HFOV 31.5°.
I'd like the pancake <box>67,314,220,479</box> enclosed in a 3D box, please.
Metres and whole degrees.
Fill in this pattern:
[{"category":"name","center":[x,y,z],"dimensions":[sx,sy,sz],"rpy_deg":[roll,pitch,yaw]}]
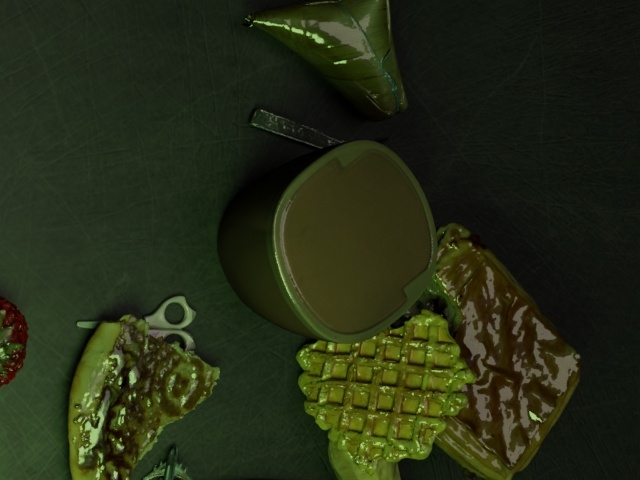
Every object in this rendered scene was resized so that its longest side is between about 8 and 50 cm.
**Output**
[{"category":"pancake","center":[-0.255,0.234,1.639],"dimensions":[0.244,0.057,0.266],"rpy_deg":[-4,98,-40]}]

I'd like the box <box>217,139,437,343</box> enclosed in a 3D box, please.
[{"category":"box","center":[0.000,0.000,1.721],"dimensions":[0.301,0.216,0.301],"rpy_deg":[0,91,-33]}]

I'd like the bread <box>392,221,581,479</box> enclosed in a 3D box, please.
[{"category":"bread","center":[0.231,0.193,1.898],"dimensions":[0.370,0.191,0.314],"rpy_deg":[43,71,-10]}]

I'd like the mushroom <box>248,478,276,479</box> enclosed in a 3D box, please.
[{"category":"mushroom","center":[-0.058,0.478,1.637],"dimensions":[0.397,0.314,0.224],"rpy_deg":[-9,98,-40]}]

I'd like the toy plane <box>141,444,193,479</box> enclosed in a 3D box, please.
[{"category":"toy plane","center":[-0.221,0.341,1.663],"dimensions":[0.031,0.079,0.083],"rpy_deg":[84,11,-50]}]

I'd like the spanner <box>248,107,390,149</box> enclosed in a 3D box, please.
[{"category":"spanner","center":[0.021,-0.152,1.854],"dimensions":[0.325,0.026,0.093],"rpy_deg":[17,81,-32]}]

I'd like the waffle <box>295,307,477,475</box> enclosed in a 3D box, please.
[{"category":"waffle","center":[0.100,0.213,1.767],"dimensions":[0.051,0.291,0.291],"rpy_deg":[53,54,-66]}]

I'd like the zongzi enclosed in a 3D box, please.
[{"category":"zongzi","center":[0.014,-0.280,1.802],"dimensions":[0.256,0.115,0.228],"rpy_deg":[-20,105,-27]}]

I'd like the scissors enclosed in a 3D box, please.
[{"category":"scissors","center":[-0.267,0.127,1.654],"dimensions":[0.189,0.015,0.100],"rpy_deg":[6,85,-33]}]

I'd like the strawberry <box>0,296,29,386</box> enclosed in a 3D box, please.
[{"category":"strawberry","center":[-0.447,0.135,1.484],"dimensions":[0.145,0.086,0.145],"rpy_deg":[2,86,-34]}]

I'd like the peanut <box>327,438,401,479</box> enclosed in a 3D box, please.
[{"category":"peanut","center":[0.080,0.407,1.829],"dimensions":[0.274,0.111,0.125],"rpy_deg":[70,24,-10]}]
